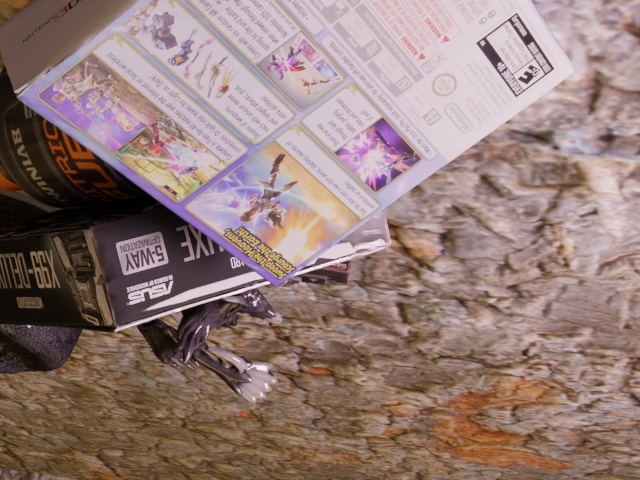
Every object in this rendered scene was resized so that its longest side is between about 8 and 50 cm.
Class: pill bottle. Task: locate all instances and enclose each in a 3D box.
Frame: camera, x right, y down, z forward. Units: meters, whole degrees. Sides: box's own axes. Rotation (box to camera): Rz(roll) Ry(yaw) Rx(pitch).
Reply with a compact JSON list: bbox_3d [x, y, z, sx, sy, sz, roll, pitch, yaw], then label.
[{"bbox_3d":[-0.148,-0.092,0.941,0.245,0.130,0.130,-7,153,36],"label":"pill bottle"}]

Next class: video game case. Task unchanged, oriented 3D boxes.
[{"bbox_3d":[-0.007,-0.110,0.755,0.244,0.061,0.269,-36,143,10],"label":"video game case"}]

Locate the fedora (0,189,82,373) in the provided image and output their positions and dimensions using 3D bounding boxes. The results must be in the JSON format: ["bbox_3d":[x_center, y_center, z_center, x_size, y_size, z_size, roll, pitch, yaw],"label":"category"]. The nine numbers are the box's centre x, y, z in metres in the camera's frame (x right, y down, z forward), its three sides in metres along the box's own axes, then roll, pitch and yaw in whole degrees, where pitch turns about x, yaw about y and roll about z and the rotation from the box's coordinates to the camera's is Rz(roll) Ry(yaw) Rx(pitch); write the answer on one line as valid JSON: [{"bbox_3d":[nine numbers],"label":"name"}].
[{"bbox_3d":[-0.325,0.036,1.278,0.334,0.152,0.334,5,153,3],"label":"fedora"}]

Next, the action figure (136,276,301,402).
[{"bbox_3d":[-0.091,0.066,1.294,0.141,0.164,0.275,26,165,-17],"label":"action figure"}]

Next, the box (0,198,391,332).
[{"bbox_3d":[-0.134,0.002,1.027,0.242,0.076,0.307,-16,-173,-35],"label":"box"}]

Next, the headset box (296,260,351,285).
[{"bbox_3d":[0.000,0.000,1.173,0.062,0.083,0.032,8,158,4],"label":"headset box"}]
